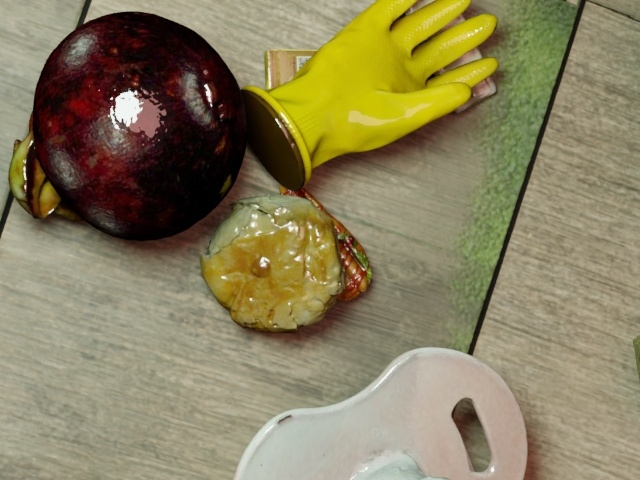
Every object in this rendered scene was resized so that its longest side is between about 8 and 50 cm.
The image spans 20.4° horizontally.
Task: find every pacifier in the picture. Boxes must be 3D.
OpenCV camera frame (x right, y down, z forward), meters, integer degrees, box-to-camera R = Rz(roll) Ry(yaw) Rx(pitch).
[{"bbox_3d":[0.070,0.250,1.774,0.332,0.273,0.220,-25,73,-15],"label":"pacifier"}]

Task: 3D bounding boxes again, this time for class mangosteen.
[{"bbox_3d":[-0.202,-0.106,1.767,0.265,0.228,0.228,-18,87,26],"label":"mangosteen"}]

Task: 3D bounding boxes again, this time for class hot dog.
[{"bbox_3d":[0.000,-0.001,1.872,0.062,0.038,0.144,-38,92,-13],"label":"hot dog"}]

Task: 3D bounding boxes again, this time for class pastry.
[{"bbox_3d":[-0.046,0.025,1.823,0.153,0.081,0.153,1,106,3],"label":"pastry"}]

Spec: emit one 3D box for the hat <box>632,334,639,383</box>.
[{"bbox_3d":[0.369,0.119,1.934,0.146,0.067,0.146,-22,122,-40],"label":"hat"}]

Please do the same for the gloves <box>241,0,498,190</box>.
[{"bbox_3d":[0.062,-0.176,1.856,0.294,0.116,0.133,-32,104,-20],"label":"gloves"}]

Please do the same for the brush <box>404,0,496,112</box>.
[{"bbox_3d":[0.094,-0.291,1.927,0.060,0.050,0.321,-29,98,-17],"label":"brush"}]

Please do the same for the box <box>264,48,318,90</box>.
[{"bbox_3d":[0.018,-0.161,1.903,0.156,0.022,0.089,-3,83,-13],"label":"box"}]
